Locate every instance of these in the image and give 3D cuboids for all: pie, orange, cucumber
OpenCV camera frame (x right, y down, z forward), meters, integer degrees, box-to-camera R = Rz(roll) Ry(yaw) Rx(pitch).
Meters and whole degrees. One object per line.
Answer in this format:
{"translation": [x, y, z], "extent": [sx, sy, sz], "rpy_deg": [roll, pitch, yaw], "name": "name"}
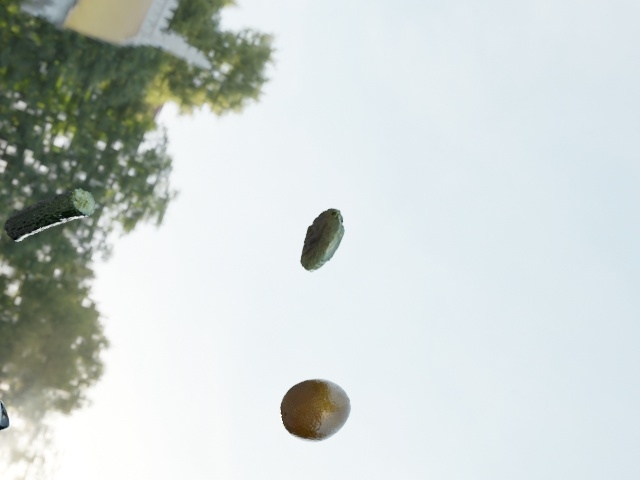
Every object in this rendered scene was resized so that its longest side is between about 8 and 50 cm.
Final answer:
{"translation": [0.000, 0.000, 1.204], "extent": [0.084, 0.020, 0.084], "rpy_deg": [-46, -154, 31], "name": "pie"}
{"translation": [-0.006, 0.197, 1.208], "extent": [0.085, 0.085, 0.085], "rpy_deg": [-38, -139, 42], "name": "orange"}
{"translation": [-0.502, -0.049, 1.899], "extent": [0.187, 0.058, 0.058], "rpy_deg": [-17, -127, 27], "name": "cucumber"}

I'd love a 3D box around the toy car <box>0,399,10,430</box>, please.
{"translation": [-0.734, 0.280, 1.996], "extent": [0.270, 0.181, 0.212], "rpy_deg": [23, -52, 51], "name": "toy car"}
